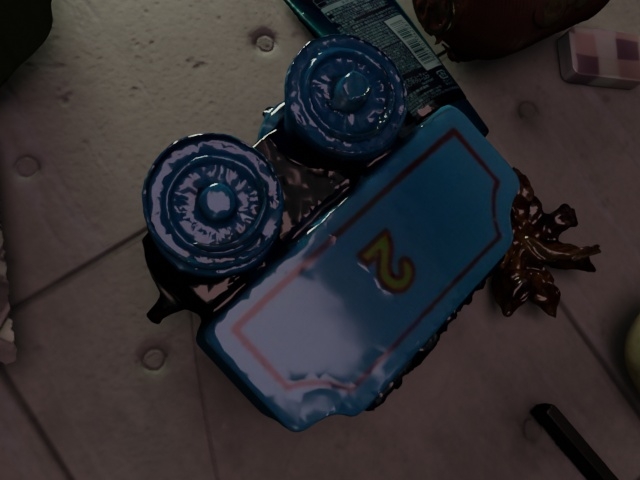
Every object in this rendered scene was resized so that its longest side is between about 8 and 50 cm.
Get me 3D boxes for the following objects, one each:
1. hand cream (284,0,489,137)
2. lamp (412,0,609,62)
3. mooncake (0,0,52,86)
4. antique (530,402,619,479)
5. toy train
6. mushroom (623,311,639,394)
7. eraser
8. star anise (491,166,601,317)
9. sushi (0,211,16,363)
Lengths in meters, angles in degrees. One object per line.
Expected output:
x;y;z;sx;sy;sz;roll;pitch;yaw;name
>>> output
0.072;-0.202;0.640;0.120;0.061;0.271;-32;80;-17;hand cream
0.217;-0.293;0.633;0.257;0.180;0.180;-26;84;-17;lamp
-0.402;-0.271;0.492;0.351;0.187;0.352;2;76;-7;mooncake
0.287;0.244;0.594;0.015;0.031;0.192;-39;87;-23;antique
0.000;0.000;0.515;0.300;0.188;0.265;-43;93;-18;toy train
0.396;0.118;0.604;0.154;0.122;0.154;3;100;21;mushroom
0.343;-0.221;0.710;0.105;0.026;0.065;2;80;-11;eraser
0.212;0.004;0.620;0.167;0.057;0.168;2;74;-7;star anise
-0.391;0.022;0.500;0.231;0.047;0.220;-9;75;-17;sushi
